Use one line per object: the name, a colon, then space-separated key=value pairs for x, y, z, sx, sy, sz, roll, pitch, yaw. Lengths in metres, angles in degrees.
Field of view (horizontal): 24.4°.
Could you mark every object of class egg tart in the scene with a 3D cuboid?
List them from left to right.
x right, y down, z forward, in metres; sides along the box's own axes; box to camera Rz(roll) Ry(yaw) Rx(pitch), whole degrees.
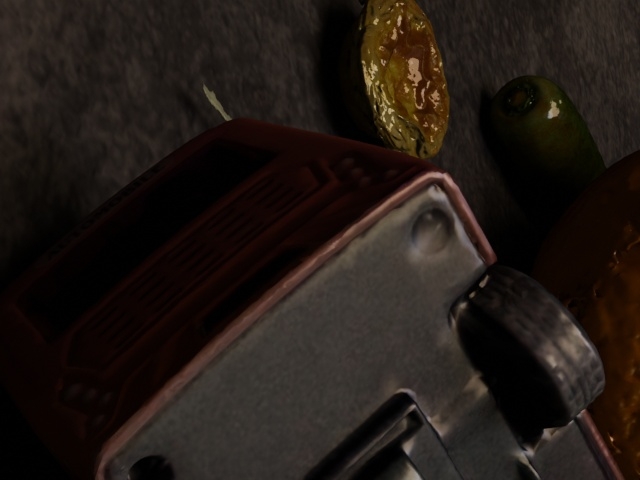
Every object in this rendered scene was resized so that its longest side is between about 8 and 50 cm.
egg tart: x=0.048 y=-0.116 z=1.039 sx=0.130 sy=0.052 sz=0.130 roll=27 pitch=58 yaw=-55

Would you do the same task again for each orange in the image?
orange: x=0.331 y=0.076 z=1.198 sx=0.293 sy=0.340 sz=0.341 roll=-43 pitch=119 yaw=-82

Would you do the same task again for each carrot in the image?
carrot: x=0.248 y=-0.022 z=1.349 sx=0.358 sy=0.074 sz=0.074 roll=50 pitch=39 yaw=-43

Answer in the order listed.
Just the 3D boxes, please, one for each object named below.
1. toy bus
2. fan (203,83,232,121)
toy bus: x=0.032 y=0.160 z=0.712 sx=0.203 sy=0.233 sz=0.427 roll=-40 pitch=122 yaw=-15
fan: x=-0.001 y=0.000 z=0.948 sx=0.310 sy=0.010 sz=0.182 roll=53 pitch=37 yaw=-43
